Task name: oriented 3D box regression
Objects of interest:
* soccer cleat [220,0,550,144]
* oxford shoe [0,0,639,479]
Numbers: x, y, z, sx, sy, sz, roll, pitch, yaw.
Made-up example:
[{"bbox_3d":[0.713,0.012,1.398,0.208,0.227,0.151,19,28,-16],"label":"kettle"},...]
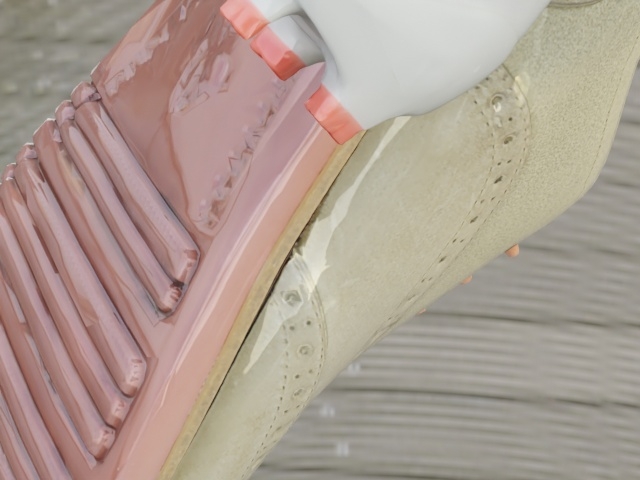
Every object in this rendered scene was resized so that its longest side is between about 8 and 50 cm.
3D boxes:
[{"bbox_3d":[-0.017,-0.095,0.299,0.076,0.196,0.068,-42,44,2],"label":"soccer cleat"},{"bbox_3d":[0.000,0.000,0.525,0.146,0.397,0.140,15,31,-35],"label":"oxford shoe"}]
